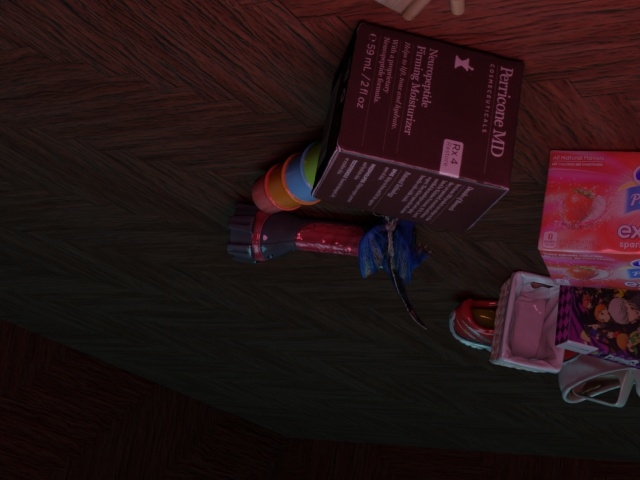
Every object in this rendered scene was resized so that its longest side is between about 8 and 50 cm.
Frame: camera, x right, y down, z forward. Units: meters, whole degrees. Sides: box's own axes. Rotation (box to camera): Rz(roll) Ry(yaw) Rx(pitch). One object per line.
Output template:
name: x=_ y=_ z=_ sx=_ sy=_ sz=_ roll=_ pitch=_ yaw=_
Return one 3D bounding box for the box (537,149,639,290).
box: x=0.453 y=-0.024 z=1.490 sx=0.300 sy=0.154 sz=0.142 roll=4 pitch=159 yaw=22

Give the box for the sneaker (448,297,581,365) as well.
sneaker: x=0.389 y=0.173 z=2.182 sx=0.279 sy=0.107 sz=0.118 roll=9 pitch=152 yaw=-3

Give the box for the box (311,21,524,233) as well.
box: x=0.111 y=-0.129 z=1.335 sx=0.203 sy=0.168 sz=0.167 roll=12 pitch=161 yaw=-7

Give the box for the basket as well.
basket: x=0.376 y=0.151 z=2.028 sx=0.113 sy=0.167 sz=0.103 roll=12 pitch=168 yaw=-4

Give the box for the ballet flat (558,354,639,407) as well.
ballet flat: x=0.641 y=0.274 z=2.290 sx=0.139 sy=0.139 sz=0.400 roll=21 pitch=158 yaw=-29

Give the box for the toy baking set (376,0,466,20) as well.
toy baking set: x=0.053 y=-0.288 z=1.119 sx=0.197 sy=0.030 sz=0.256 roll=8 pitch=161 yaw=8

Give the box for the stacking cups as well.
stacking cups: x=-0.013 y=-0.098 z=1.621 sx=0.096 sy=0.096 sz=0.316 roll=20 pitch=161 yaw=-28

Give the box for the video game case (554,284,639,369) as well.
video game case: x=0.446 y=0.066 z=1.630 sx=0.210 sy=0.232 sz=0.042 roll=16 pitch=158 yaw=-16

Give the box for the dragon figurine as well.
dragon figurine: x=0.109 y=0.013 z=1.707 sx=0.085 sy=0.289 sz=0.144 roll=5 pitch=-161 yaw=21

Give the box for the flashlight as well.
flashlight: x=0.000 y=0.000 z=1.878 sx=0.304 sy=0.103 sz=0.103 roll=7 pitch=158 yaw=14
